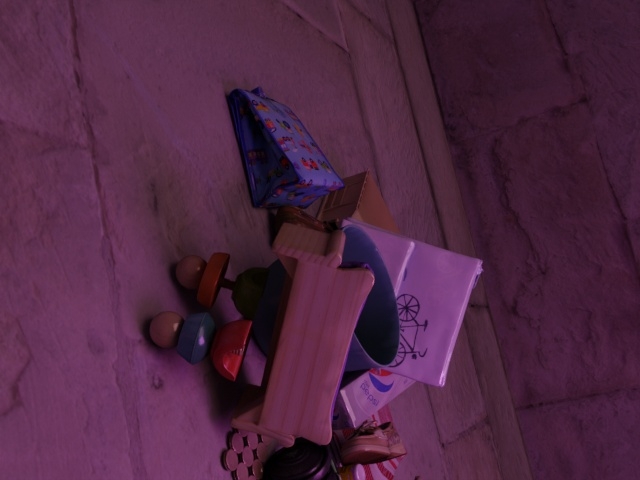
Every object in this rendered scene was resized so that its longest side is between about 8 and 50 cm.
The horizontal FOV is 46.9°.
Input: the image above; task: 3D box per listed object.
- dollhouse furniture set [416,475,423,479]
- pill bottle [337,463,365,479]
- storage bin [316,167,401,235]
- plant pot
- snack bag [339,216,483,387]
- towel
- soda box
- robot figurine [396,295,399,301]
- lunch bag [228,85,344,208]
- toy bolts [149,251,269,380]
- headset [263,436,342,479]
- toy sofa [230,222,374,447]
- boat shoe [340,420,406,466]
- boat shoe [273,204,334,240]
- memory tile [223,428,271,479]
[{"bbox_3d":[0.377,0.696,1.880,0.198,0.303,0.286,62,26,-24],"label":"dollhouse furniture set"},{"bbox_3d":[0.050,0.502,1.570,0.043,0.083,0.043,46,35,-46],"label":"pill bottle"},{"bbox_3d":[0.114,-0.018,2.016,0.262,0.123,0.260,61,26,-26],"label":"storage bin"},{"bbox_3d":[-0.003,0.138,1.514,0.293,0.235,0.293,46,35,-47],"label":"plant pot"},{"bbox_3d":[0.162,0.140,1.658,0.037,0.342,0.323,78,32,-74],"label":"snack bag"},{"bbox_3d":[0.121,0.493,1.792,0.237,0.037,0.329,69,24,-6],"label":"towel"},{"bbox_3d":[0.115,0.331,1.697,0.286,0.098,0.091,-23,91,-46],"label":"soda box"},{"bbox_3d":[0.155,0.156,1.822,0.278,0.209,0.173,119,-7,-61],"label":"robot figurine"},{"bbox_3d":[-0.097,-0.232,1.720,0.221,0.138,0.293,-1,66,-63],"label":"lunch bag"},{"bbox_3d":[-0.200,0.148,1.269,0.228,0.158,0.218,-76,-177,-65],"label":"toy bolts"},{"bbox_3d":[0.005,0.490,1.355,0.394,0.185,0.243,12,62,-76],"label":"headset"},{"bbox_3d":[-0.028,0.165,1.289,0.150,0.177,0.362,-74,177,-74],"label":"toy sofa"},{"bbox_3d":[0.111,0.453,1.662,0.285,0.104,0.089,36,36,-64],"label":"boat shoe"},{"bbox_3d":[0.000,0.000,1.767,0.307,0.111,0.104,34,46,-55],"label":"boat shoe"},{"bbox_3d":[-0.132,0.379,1.346,0.113,0.012,0.148,59,26,-28],"label":"memory tile"}]
